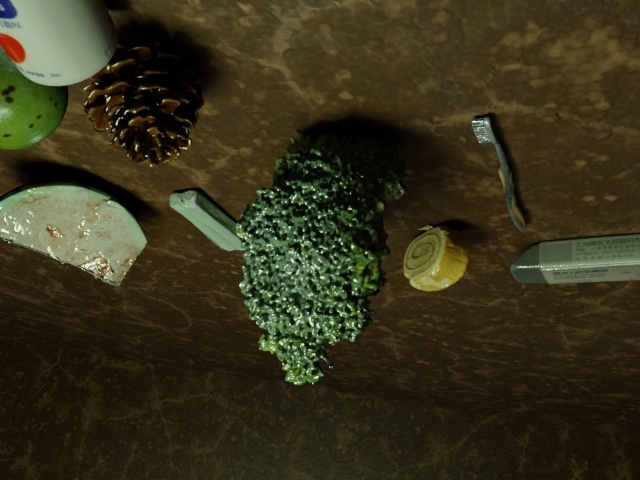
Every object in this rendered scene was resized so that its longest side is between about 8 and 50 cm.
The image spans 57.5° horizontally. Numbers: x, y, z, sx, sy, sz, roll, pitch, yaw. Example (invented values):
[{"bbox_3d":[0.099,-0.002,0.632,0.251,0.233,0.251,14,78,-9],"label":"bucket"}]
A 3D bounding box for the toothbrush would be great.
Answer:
[{"bbox_3d":[0.292,-0.093,0.917,0.031,0.023,0.321,3,154,33],"label":"toothbrush"}]

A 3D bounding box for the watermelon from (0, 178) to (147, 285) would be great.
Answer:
[{"bbox_3d":[-0.523,-0.032,1.181,0.305,0.180,0.224,27,140,-35],"label":"watermelon"}]

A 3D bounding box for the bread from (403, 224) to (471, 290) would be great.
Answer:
[{"bbox_3d":[0.214,0.035,1.105,0.073,0.122,0.149,23,152,-18],"label":"bread"}]

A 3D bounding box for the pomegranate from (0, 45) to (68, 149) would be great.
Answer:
[{"bbox_3d":[-0.451,-0.187,0.770,0.181,0.224,0.181,38,160,16],"label":"pomegranate"}]

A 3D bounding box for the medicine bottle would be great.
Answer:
[{"bbox_3d":[-0.316,-0.310,0.566,0.130,0.130,0.341,8,155,5],"label":"medicine bottle"}]

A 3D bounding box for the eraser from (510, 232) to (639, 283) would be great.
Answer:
[{"bbox_3d":[0.527,0.034,1.052,0.352,0.061,0.089,-5,152,30],"label":"eraser"}]

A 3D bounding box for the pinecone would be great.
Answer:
[{"bbox_3d":[-0.231,-0.180,0.778,0.173,0.174,0.173,9,155,4],"label":"pinecone"}]

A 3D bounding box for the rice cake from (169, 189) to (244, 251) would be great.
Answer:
[{"bbox_3d":[-0.227,-0.038,1.219,0.080,0.042,0.222,2,155,28],"label":"rice cake"}]

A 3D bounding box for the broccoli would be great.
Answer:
[{"bbox_3d":[0.019,-0.023,0.951,0.275,0.397,0.353,40,124,0],"label":"broccoli"}]
